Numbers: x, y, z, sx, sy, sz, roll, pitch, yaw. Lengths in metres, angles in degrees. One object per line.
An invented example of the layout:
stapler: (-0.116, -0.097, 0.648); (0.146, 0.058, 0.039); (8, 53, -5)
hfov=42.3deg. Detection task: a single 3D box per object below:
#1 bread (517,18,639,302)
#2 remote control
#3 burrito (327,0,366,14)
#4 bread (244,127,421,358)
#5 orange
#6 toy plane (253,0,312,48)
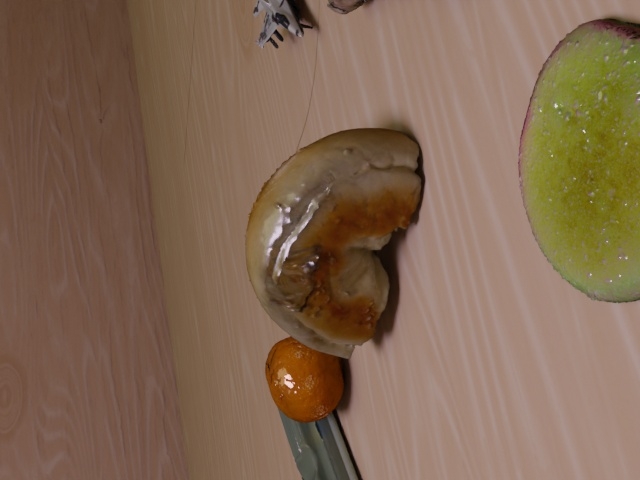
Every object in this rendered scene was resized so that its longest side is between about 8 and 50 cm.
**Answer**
bread: (0.219, -0.063, 0.648); (0.228, 0.033, 0.229); (177, 90, -72)
remote control: (-0.016, 0.312, 1.322); (0.335, 0.065, 0.128); (-115, 31, -44)
burrito: (0.042, -0.447, 0.980); (0.175, 0.107, 0.348); (24, 119, 53)
bread: (-0.004, 0.003, 1.046); (0.171, 0.192, 0.314); (-124, 36, -53)
orange: (-0.021, 0.205, 1.242); (0.135, 0.117, 0.136); (52, -162, -25)
toy plane: (-0.061, -0.371, 1.329); (0.234, 0.082, 0.160); (46, 128, 40)
